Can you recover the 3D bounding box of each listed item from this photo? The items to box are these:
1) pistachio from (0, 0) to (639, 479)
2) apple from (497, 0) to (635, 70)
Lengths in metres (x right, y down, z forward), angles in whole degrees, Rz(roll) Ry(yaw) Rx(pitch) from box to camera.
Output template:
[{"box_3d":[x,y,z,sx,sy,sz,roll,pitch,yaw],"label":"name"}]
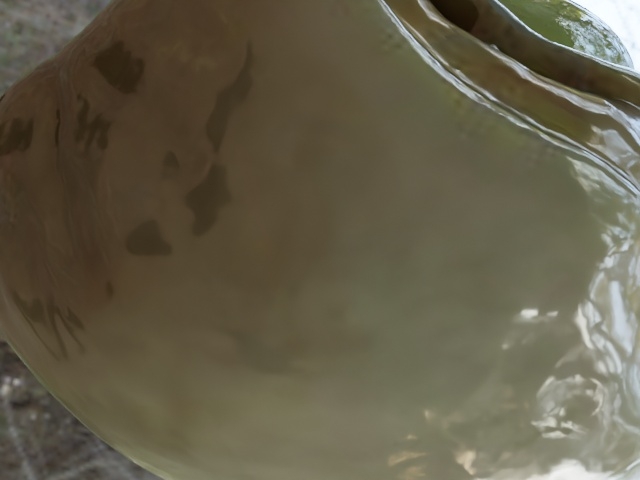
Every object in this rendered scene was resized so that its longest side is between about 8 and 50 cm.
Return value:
[{"box_3d":[0.000,0.000,0.734,0.281,0.445,0.365,-37,134,-51],"label":"pistachio"},{"box_3d":[0.220,-0.154,1.691,0.357,0.357,0.357,-53,-152,43],"label":"apple"}]
